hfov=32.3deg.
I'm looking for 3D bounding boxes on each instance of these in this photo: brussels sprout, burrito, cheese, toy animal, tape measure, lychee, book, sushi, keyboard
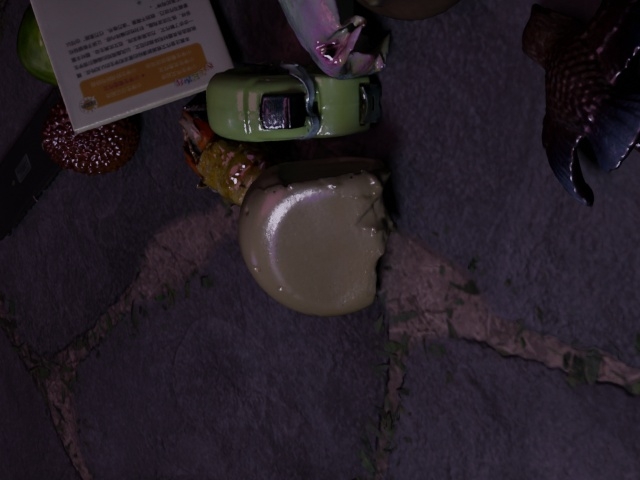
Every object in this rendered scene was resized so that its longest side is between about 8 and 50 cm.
[{"bbox_3d":[-0.305,-0.267,1.427,0.180,0.161,0.144,-28,75,35],"label":"brussels sprout"},{"bbox_3d":[-0.012,-0.275,1.148,0.089,0.144,0.229,-26,81,20],"label":"burrito"},{"bbox_3d":[0.000,0.000,1.211,0.091,0.175,0.203,-100,-1,-54],"label":"cheese"},{"bbox_3d":[0.231,-0.143,0.961,0.179,0.116,0.219,42,133,29],"label":"toy animal"},{"bbox_3d":[-0.049,-0.156,1.217,0.177,0.154,0.088,13,112,47],"label":"tape measure"},{"bbox_3d":[-0.311,-0.147,1.488,0.123,0.129,0.123,167,90,-79],"label":"lychee"},{"bbox_3d":[-0.246,-0.297,1.344,0.020,0.207,0.296,97,153,-78],"label":"book"},{"bbox_3d":[-0.091,-0.082,1.315,0.097,0.103,0.226,-51,60,6],"label":"sushi"},{"bbox_3d":[-0.449,-0.108,1.710,0.317,0.027,0.106,-39,70,43],"label":"keyboard"}]

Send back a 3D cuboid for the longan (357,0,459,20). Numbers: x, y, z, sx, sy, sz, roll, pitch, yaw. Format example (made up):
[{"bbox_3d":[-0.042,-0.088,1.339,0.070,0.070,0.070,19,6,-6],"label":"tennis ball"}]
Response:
[{"bbox_3d":[0.086,-0.297,1.029,0.189,0.189,0.189,14,110,42],"label":"longan"}]
